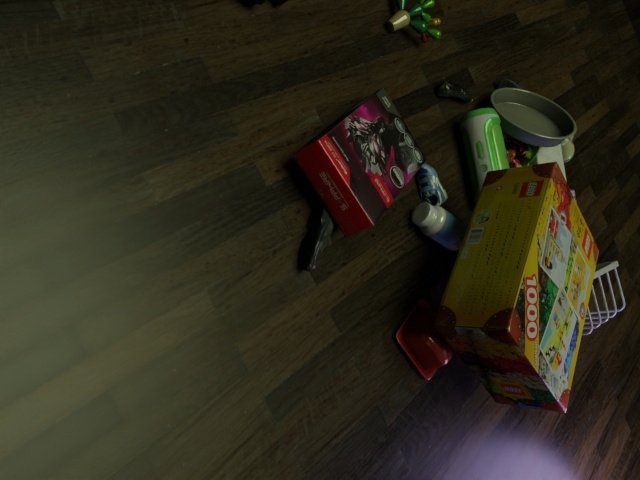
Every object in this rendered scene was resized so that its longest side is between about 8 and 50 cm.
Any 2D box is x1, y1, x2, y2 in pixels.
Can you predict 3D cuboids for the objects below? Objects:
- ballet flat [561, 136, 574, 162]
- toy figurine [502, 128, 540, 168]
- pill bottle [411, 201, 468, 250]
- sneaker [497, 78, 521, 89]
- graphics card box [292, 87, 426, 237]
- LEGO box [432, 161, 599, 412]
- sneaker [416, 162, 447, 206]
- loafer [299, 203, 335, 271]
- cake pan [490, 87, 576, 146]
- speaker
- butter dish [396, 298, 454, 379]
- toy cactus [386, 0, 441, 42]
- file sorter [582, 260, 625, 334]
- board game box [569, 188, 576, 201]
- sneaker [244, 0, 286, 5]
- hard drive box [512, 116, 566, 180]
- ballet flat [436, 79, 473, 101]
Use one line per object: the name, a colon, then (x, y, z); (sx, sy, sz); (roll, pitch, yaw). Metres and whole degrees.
ballet flat: (0.890, -0.367, 2.101); (0.086, 0.086, 0.248); (54, 34, -15)
toy figurine: (0.615, -0.305, 1.873); (0.159, 0.130, 0.173); (11, 95, -23)
pill bottle: (0.327, -0.041, 1.549); (0.160, 0.087, 0.087); (29, 61, -31)
sneaker: (0.700, -0.502, 2.019); (0.209, 0.069, 0.082); (34, 25, -18)
graphics card box: (0.110, -0.201, 1.382); (0.232, 0.094, 0.371); (56, 41, -12)
LEGO box: (0.517, 0.113, 1.439); (0.372, 0.193, 0.500); (48, 55, -33)
sneaker: (0.302, -0.154, 1.584); (0.059, 0.053, 0.144); (-45, 106, -36)
loafer: (0.000, 0.000, 1.284); (0.061, 0.062, 0.170); (36, 58, -31)
cake pan: (0.685, -0.400, 1.855); (0.294, 0.054, 0.293); (9, 43, -9)
speaker: (0.511, -0.247, 1.737); (0.131, 0.131, 0.296); (-2, 79, -40)
butter dish: (0.293, 0.242, 1.419); (0.160, 0.118, 0.160); (55, 51, -14)
toy cactus: (0.263, -0.676, 1.688); (0.181, 0.112, 0.219); (-37, 105, -21)
file sorter: (0.833, 0.188, 1.838); (0.278, 0.193, 0.173); (-14, 89, -41)
board game box: (0.698, -0.099, 1.838); (0.275, 0.144, 0.141); (6, 74, -38)
sneaker: (-0.173, -0.606, 1.288); (0.286, 0.109, 0.130); (-13, 92, -39)
hard drive box: (0.765, -0.290, 1.984); (0.181, 0.089, 0.232); (10, 71, -37)
ballet flat: (0.424, -0.465, 1.791); (0.173, 0.049, 0.057); (5, 42, -43)
